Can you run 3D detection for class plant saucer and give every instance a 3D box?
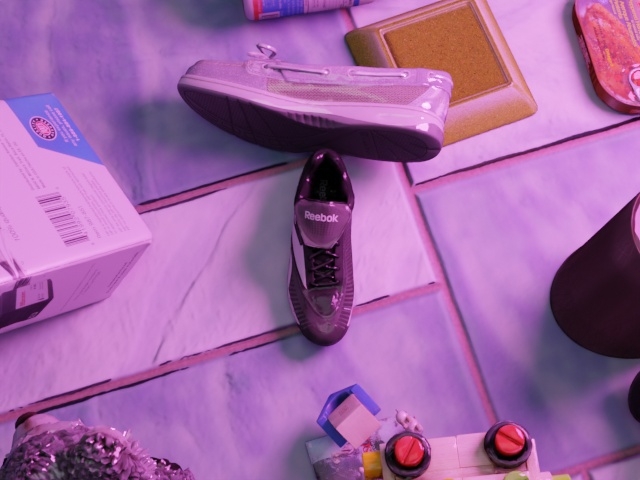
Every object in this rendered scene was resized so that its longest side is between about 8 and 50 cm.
[{"bbox_3d":[0.149,-0.215,1.434,0.188,0.045,0.188,-20,73,-7],"label":"plant saucer"}]

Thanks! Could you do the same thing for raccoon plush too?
[{"bbox_3d":[-0.135,0.337,1.110,0.446,0.299,0.216,35,74,11],"label":"raccoon plush"}]

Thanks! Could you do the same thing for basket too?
[{"bbox_3d":[0.366,0.024,1.257,0.204,0.227,0.154,-14,72,-4],"label":"basket"}]

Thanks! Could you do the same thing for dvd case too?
[{"bbox_3d":[0.052,0.246,1.292,0.119,0.013,0.087,-15,72,-6],"label":"dvd case"}]

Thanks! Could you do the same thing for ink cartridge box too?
[{"bbox_3d":[-0.371,-0.019,1.239,0.307,0.129,0.223,-19,67,-48],"label":"ink cartridge box"}]

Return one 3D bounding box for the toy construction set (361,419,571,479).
[{"bbox_3d":[0.139,0.303,1.180,0.327,0.151,0.215,0,65,-12],"label":"toy construction set"}]

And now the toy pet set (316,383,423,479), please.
[{"bbox_3d":[0.048,0.222,1.274,0.122,0.065,0.114,-43,107,-3],"label":"toy pet set"}]

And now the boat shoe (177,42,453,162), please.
[{"bbox_3d":[-0.008,-0.169,1.372,0.320,0.118,0.103,9,68,14],"label":"boat shoe"}]

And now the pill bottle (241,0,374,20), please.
[{"bbox_3d":[0.007,-0.346,1.438,0.221,0.124,0.124,-10,71,-4],"label":"pill bottle"}]

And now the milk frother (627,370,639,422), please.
[{"bbox_3d":[0.425,0.162,1.242,0.129,0.135,0.143,13,101,-22],"label":"milk frother"}]

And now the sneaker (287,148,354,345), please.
[{"bbox_3d":[0.000,0.000,1.328,0.078,0.106,0.234,1,71,1],"label":"sneaker"}]

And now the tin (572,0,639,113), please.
[{"bbox_3d":[0.377,-0.245,1.450,0.106,0.040,0.190,-12,72,0],"label":"tin"}]
